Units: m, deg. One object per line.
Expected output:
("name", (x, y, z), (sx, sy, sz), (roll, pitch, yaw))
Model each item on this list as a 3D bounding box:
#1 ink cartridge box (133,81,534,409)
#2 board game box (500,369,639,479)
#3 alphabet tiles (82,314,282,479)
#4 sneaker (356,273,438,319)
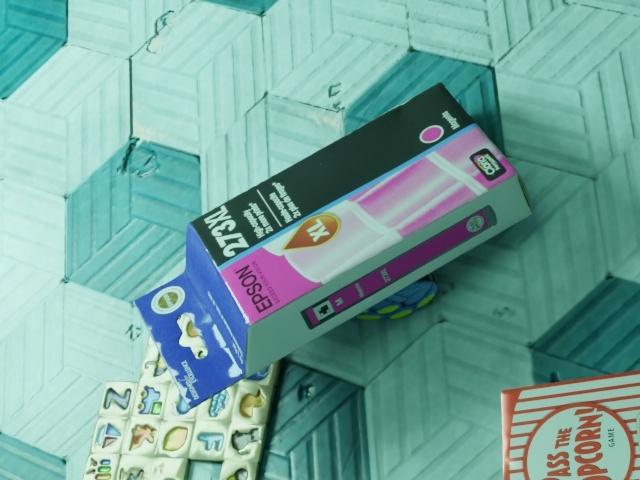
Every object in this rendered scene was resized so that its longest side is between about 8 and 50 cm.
("ink cartridge box", (0.000, 0.000, 1.676), (0.371, 0.069, 0.176), (-31, 42, -3))
("board game box", (0.253, 0.190, 1.525), (0.193, 0.045, 0.146), (-11, 61, 23))
("alphabet tiles", (-0.138, 0.179, 1.760), (0.198, 0.009, 0.237), (-1, 65, 28))
("sneaker", (0.023, 0.034, 1.710), (0.188, 0.067, 0.078), (2, 70, 30))
